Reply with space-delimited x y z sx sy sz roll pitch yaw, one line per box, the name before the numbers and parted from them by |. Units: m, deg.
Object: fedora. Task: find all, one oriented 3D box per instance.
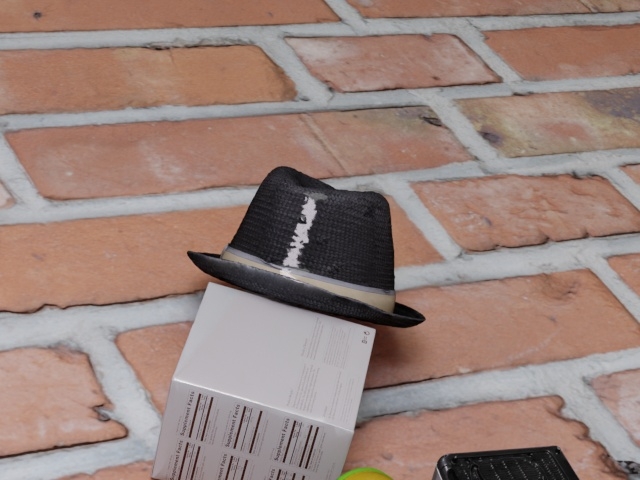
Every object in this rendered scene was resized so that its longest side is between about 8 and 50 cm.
fedora | 0.000 0.000 1.970 0.334 0.152 0.334 16 2 -1

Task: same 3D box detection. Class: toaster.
toaster | 0.207 0.317 1.751 0.185 0.110 0.168 -1 37 -24

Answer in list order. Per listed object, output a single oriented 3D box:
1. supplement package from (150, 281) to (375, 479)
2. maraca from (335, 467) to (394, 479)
supplement package | -0.062 0.181 1.802 0.203 0.149 0.194 16 33 0
maraca | 0.035 0.320 1.686 0.127 0.099 0.186 53 49 -10
